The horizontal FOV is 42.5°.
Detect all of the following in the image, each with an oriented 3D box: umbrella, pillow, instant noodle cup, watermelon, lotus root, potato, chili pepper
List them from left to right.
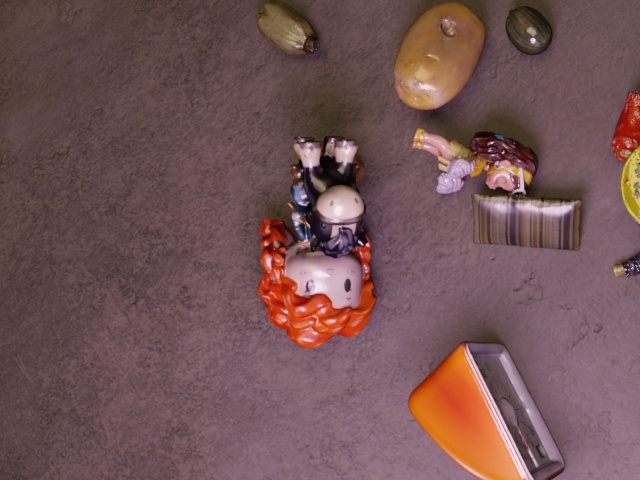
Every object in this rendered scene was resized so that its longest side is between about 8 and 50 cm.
[{"bbox_3d":[-0.068,-0.462,1.822,0.183,0.077,0.090,41,103,26],"label":"lotus root"},{"bbox_3d":[0.234,-0.371,1.655,0.150,0.146,0.234,34,76,-18],"label":"potato"},{"bbox_3d":[0.388,-0.036,1.563,0.203,0.038,0.113,5,120,22],"label":"pillow"},{"bbox_3d":[0.410,-0.416,1.627,0.078,0.078,0.110,-35,68,12],"label":"watermelon"},{"bbox_3d":[0.582,-0.207,1.523,0.070,0.073,0.123,13,80,65],"label":"chili pepper"},{"bbox_3d":[0.600,0.035,1.483,0.144,0.037,0.040,-21,51,16],"label":"umbrella"},{"bbox_3d":[0.620,-0.082,1.441,0.182,0.144,0.182,-4,78,19],"label":"instant noodle cup"}]

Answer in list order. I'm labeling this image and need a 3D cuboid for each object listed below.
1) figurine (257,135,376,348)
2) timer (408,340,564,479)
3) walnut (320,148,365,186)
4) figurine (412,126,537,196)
[{"bbox_3d":[0.004,-0.005,1.577,0.306,0.241,0.411,55,144,41],"label":"figurine"},{"bbox_3d":[0.306,0.319,1.429,0.161,0.257,0.250,-46,65,15],"label":"timer"},{"bbox_3d":[0.032,-0.145,1.711,0.124,0.105,0.105,-4,78,16],"label":"walnut"},{"bbox_3d":[0.294,-0.153,1.581,0.240,0.175,0.115,9,80,4],"label":"figurine"}]
